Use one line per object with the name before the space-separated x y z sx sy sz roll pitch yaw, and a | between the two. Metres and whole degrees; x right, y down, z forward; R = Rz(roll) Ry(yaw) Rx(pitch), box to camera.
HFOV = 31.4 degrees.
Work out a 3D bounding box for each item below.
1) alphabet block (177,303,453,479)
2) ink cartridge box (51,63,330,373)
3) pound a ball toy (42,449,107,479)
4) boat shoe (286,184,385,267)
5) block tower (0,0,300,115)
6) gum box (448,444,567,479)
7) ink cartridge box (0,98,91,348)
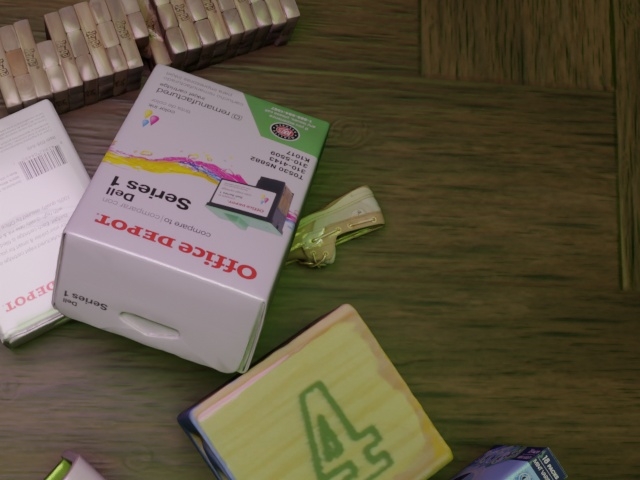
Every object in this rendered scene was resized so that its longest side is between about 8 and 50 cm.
alphabet block | -0.012 0.204 1.185 0.197 0.192 0.193 -34 89 -15
ink cartridge box | -0.123 -0.029 1.150 0.201 0.117 0.278 19 45 -1
pound a ball toy | -0.198 0.392 1.121 0.319 0.135 0.208 47 72 -12
boat shoe | 0.000 0.000 1.287 0.170 0.063 0.059 -31 81 -15
block tower | -0.198 -0.229 1.277 0.335 0.091 0.097 -19 85 -14
gum box | 0.154 0.287 1.217 0.184 0.157 0.041 -34 88 -15
ink cartridge box | -0.310 -0.014 1.219 0.158 0.092 0.218 -26 84 -14
